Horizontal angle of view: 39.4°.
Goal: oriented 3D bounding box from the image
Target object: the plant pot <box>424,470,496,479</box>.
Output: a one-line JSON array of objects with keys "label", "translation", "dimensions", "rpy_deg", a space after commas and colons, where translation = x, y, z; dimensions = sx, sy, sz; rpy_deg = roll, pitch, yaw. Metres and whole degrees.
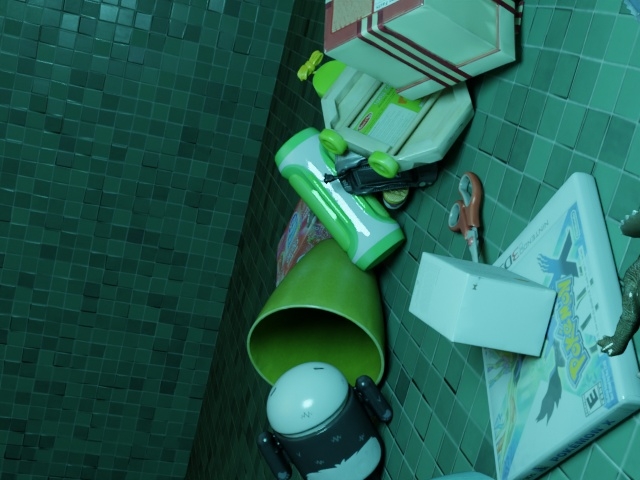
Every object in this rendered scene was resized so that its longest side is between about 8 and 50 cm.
[{"label": "plant pot", "translation": [0.177, 0.402, 1.092], "dimensions": [0.195, 0.290, 0.290], "rpy_deg": [-46, 5, -20]}]

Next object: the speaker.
[{"label": "speaker", "translation": [0.038, -0.085, 1.808], "dimensions": [0.296, 0.131, 0.131], "rpy_deg": [51, 149, 9]}]

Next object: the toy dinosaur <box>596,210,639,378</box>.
[{"label": "toy dinosaur", "translation": [0.357, 0.066, 0.865], "dimensions": [0.313, 0.121, 0.160], "rpy_deg": [-99, 10, -60]}]

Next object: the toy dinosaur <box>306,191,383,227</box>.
[{"label": "toy dinosaur", "translation": [0.055, -0.165, 1.920], "dimensions": [0.127, 0.295, 0.200], "rpy_deg": [54, 178, 37]}]

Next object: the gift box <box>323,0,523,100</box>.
[{"label": "gift box", "translation": [0.181, -0.409, 1.459], "dimensions": [0.255, 0.258, 0.276], "rpy_deg": [-9, 69, 47]}]

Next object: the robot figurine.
[{"label": "robot figurine", "translation": [0.012, 0.360, 1.686], "dimensions": [0.173, 0.278, 0.209], "rpy_deg": [-6, 31, 45]}]

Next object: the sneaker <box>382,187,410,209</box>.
[{"label": "sneaker", "translation": [0.160, -0.153, 1.812], "dimensions": [0.084, 0.069, 0.185], "rpy_deg": [93, -166, -74]}]

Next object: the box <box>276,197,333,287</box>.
[{"label": "box", "translation": [0.000, 0.000, 2.146], "dimensions": [0.300, 0.142, 0.154], "rpy_deg": [119, 157, -50]}]

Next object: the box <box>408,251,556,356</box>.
[{"label": "box", "translation": [0.214, 0.083, 1.210], "dimensions": [0.170, 0.130, 0.091], "rpy_deg": [-143, 66, -74]}]

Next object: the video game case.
[{"label": "video game case", "translation": [0.299, 0.125, 1.188], "dimensions": [0.300, 0.036, 0.329], "rpy_deg": [120, 155, -51]}]

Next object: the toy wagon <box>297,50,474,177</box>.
[{"label": "toy wagon", "translation": [0.109, -0.263, 1.641], "dimensions": [0.267, 0.344, 0.068], "rpy_deg": [-53, -34, -14]}]

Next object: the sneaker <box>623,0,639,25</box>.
[{"label": "sneaker", "translation": [0.399, -0.336, 0.987], "dimensions": [0.131, 0.112, 0.319], "rpy_deg": [114, 159, -50]}]

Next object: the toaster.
[{"label": "toaster", "translation": [0.114, -0.180, 1.708], "dimensions": [0.129, 0.227, 0.146], "rpy_deg": [60, -155, -58]}]

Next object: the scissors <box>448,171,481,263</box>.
[{"label": "scissors", "translation": [0.245, -0.017, 1.434], "dimensions": [0.297, 0.021, 0.109], "rpy_deg": [-91, 20, -64]}]

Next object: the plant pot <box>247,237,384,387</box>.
[{"label": "plant pot", "translation": [0.017, 0.138, 1.851], "dimensions": [0.293, 0.275, 0.275], "rpy_deg": [-73, 5, -50]}]
